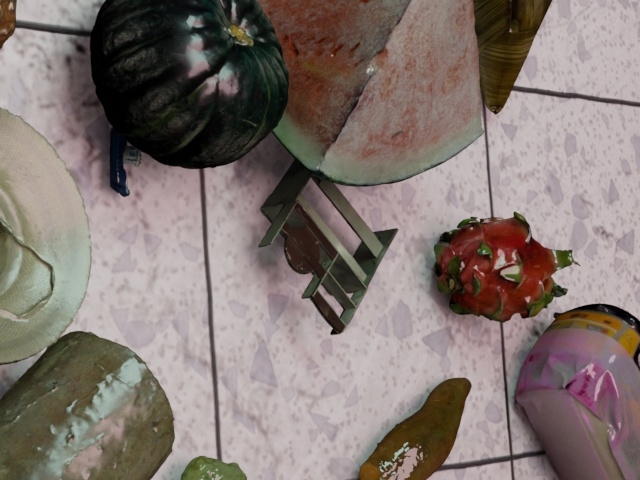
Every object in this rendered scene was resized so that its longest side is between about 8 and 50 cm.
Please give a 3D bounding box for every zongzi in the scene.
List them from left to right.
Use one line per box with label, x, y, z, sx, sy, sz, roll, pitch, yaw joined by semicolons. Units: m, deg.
zongzi;0.280;-0.340;1.968;0.286;0.134;0.288;-29;118;-47

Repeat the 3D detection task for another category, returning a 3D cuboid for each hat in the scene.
hat;-0.337;-0.001;1.314;0.252;0.110;0.252;20;61;-43

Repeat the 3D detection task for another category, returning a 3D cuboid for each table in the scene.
table;0.000;0.000;1.673;0.146;0.062;0.175;52;51;-26

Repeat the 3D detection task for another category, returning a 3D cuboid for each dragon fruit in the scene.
dragon fruit;0.247;0.043;1.854;0.235;0.137;0.135;20;78;-32

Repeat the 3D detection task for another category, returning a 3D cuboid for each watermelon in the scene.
watermelon;0.071;-0.226;1.650;0.283;0.292;0.250;58;13;18

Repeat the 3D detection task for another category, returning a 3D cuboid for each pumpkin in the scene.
pumpkin;-0.135;-0.178;1.493;0.220;0.161;0.221;40;35;-36

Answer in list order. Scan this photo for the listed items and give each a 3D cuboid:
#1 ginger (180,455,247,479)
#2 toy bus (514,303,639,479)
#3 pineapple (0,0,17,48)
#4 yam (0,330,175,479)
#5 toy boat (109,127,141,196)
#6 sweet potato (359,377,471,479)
ginger;-0.071;0.357;1.540;0.137;0.089;0.290;-45;111;-19
toy bus;0.405;0.278;1.954;0.162;0.171;0.386;-44;113;-35
pineapple;-0.376;-0.205;1.316;0.197;0.108;0.108;-15;94;-39
yam;-0.258;0.226;1.325;0.161;0.161;0.268;55;50;-23
toy boat;-0.201;-0.086;1.507;0.038;0.038;0.083;15;66;-42
sweet potato;0.126;0.235;1.754;0.243;0.077;0.077;-43;113;-37
